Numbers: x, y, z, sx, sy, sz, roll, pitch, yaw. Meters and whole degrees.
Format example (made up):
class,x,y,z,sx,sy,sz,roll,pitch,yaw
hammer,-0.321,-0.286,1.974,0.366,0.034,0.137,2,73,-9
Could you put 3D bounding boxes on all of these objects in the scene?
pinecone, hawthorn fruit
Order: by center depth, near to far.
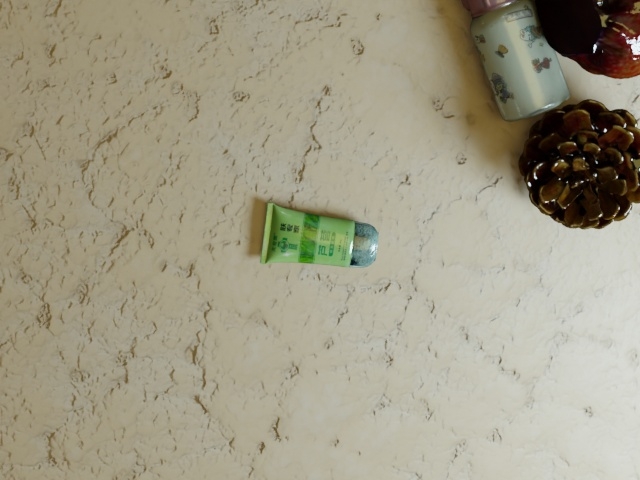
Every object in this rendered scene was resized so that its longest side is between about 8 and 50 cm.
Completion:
class,x,y,z,sx,sy,sz,roll,pitch,yaw
hawthorn fruit,0.435,-0.341,1.708,0.215,0.249,0.215,8,106,28
pinecone,0.395,-0.106,1.741,0.207,0.208,0.208,-1,98,-6

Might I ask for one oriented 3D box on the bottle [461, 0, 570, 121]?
class,x,y,z,sx,sy,sz,roll,pitch,yaw
bottle,0.283,-0.301,1.741,0.110,0.110,0.233,-23,100,-2

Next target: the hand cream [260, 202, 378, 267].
class,x,y,z,sx,sy,sz,roll,pitch,yaw
hand cream,0.000,0.000,1.788,0.175,0.046,0.095,7,100,-5
